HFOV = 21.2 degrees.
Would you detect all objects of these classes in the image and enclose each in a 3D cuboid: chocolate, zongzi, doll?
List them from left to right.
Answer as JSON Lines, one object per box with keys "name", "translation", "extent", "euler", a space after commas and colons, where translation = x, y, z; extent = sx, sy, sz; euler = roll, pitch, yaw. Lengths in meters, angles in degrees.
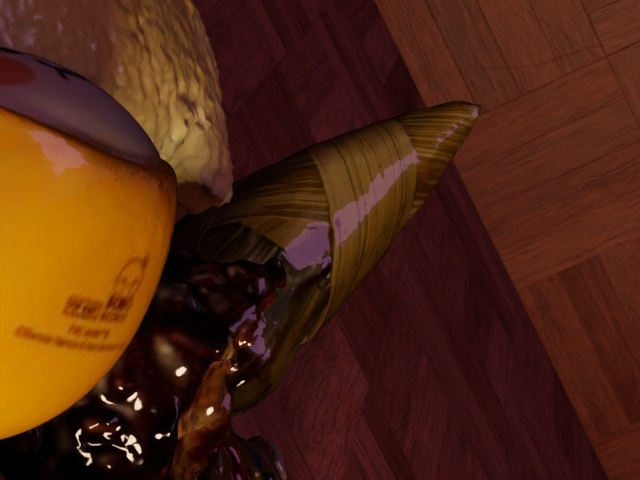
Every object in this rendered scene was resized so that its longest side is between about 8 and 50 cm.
{"name": "doll", "translation": [-0.200, -0.011, 0.855], "extent": [0.236, 0.213, 0.213], "euler": [24, -6, 26]}
{"name": "chocolate", "translation": [-0.092, 0.079, 1.076], "extent": [0.206, 0.177, 0.224], "euler": [59, 16, -26]}
{"name": "zongzi", "translation": [0.000, 0.000, 1.318], "extent": [0.134, 0.288, 0.286], "euler": [56, 15, -14]}

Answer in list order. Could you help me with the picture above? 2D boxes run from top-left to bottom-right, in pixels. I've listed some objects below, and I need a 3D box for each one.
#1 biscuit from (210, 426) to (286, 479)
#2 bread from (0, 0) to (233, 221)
{"name": "biscuit", "translation": [-0.065, 0.182, 1.314], "extent": [0.205, 0.031, 0.138], "euler": [44, 26, -54]}
{"name": "bread", "translation": [-0.189, -0.148, 1.123], "extent": [0.375, 0.165, 0.236], "euler": [33, 39, -67]}
